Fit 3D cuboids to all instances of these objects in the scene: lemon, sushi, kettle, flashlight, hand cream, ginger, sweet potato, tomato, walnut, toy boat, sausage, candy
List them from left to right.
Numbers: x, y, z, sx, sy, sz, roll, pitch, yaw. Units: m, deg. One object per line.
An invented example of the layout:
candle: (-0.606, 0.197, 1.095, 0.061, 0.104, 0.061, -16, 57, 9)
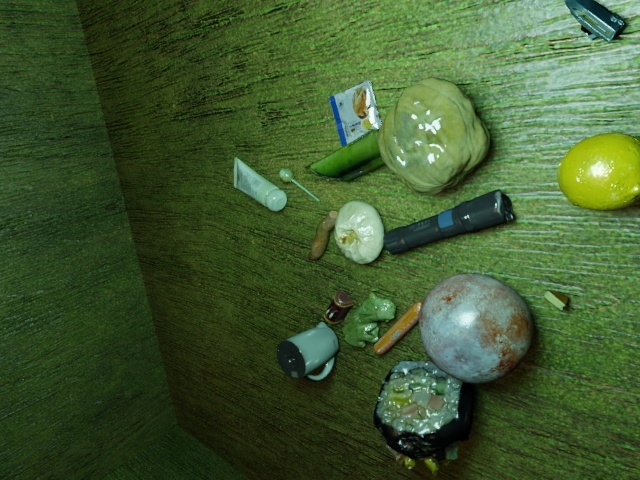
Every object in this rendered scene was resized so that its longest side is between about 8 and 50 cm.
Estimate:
hand cream: (-0.266, -0.221, 1.805, 0.305, 0.093, 0.147, 34, 133, 29)
candy: (-0.079, -0.209, 1.678, 0.202, 0.061, 0.061, 39, 130, 13)
kettle: (-0.033, 0.474, 1.788, 0.161, 0.236, 0.221, -15, 91, 43)
sweet potato: (0.000, 0.000, 1.681, 0.067, 0.059, 0.281, 49, 133, 28)
ginger: (0.183, 0.306, 1.635, 0.137, 0.089, 0.290, 55, 132, 35)
sausage: (0.283, 0.322, 1.569, 0.053, 0.053, 0.348, 47, 133, 17)
sushi: (0.363, 0.601, 1.456, 0.328, 0.328, 0.285, -10, 114, 27)
walnut: (0.294, -0.269, 1.159, 0.253, 0.282, 0.277, -38, 85, 4)
flashlight: (0.363, -0.040, 1.310, 0.424, 0.103, 0.103, -23, 92, 46)
tomato: (0.439, 0.247, 1.251, 0.316, 0.282, 0.317, 15, 123, 24)
toy boat: (0.587, -0.486, 0.942, 0.141, 0.055, 0.060, 49, 156, 15)
lemon: (0.629, -0.152, 0.970, 0.206, 0.173, 0.174, 23, 125, 61)

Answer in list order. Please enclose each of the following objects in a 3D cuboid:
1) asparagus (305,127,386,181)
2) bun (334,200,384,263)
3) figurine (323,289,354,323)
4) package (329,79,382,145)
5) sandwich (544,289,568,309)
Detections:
asparagus: (0.099, -0.261, 1.447, 0.382, 0.108, 0.128, -18, 120, 46)
bun: (0.118, -0.025, 1.499, 0.222, 0.127, 0.222, 17, 111, 52)
figurine: (0.056, 0.283, 1.727, 0.082, 0.098, 0.154, 42, 128, 16)
package: (0.114, -0.412, 1.421, 0.173, 0.027, 0.171, -11, 100, 39)
sandwich: (0.650, 0.162, 1.180, 0.083, 0.044, 0.031, -108, 23, -65)
